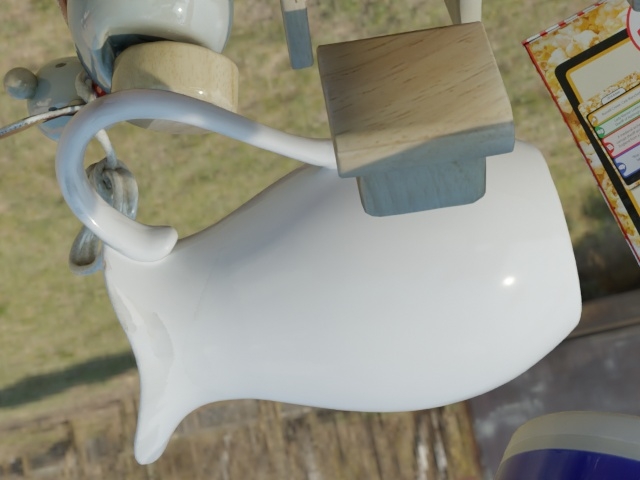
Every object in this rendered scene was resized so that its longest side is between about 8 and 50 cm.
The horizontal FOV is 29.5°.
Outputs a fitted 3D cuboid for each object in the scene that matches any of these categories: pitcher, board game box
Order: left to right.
[{"bbox_3d":[0.000,0.000,0.535,0.207,0.178,0.125,-13,-147,3],"label":"pitcher"},{"bbox_3d":[0.215,-0.052,0.631,0.147,0.193,0.045,-27,173,15],"label":"board game box"}]

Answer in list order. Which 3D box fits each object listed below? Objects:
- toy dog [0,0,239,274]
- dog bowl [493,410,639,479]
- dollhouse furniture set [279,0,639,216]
[{"bbox_3d":[-0.169,-0.138,0.854,0.161,0.220,0.333,16,143,-28],"label":"toy dog"},{"bbox_3d":[0.228,0.222,0.781,0.265,0.104,0.265,23,154,12],"label":"dog bowl"},{"bbox_3d":[0.139,-0.035,0.225,0.303,0.355,0.174,-9,138,-1],"label":"dollhouse furniture set"}]
